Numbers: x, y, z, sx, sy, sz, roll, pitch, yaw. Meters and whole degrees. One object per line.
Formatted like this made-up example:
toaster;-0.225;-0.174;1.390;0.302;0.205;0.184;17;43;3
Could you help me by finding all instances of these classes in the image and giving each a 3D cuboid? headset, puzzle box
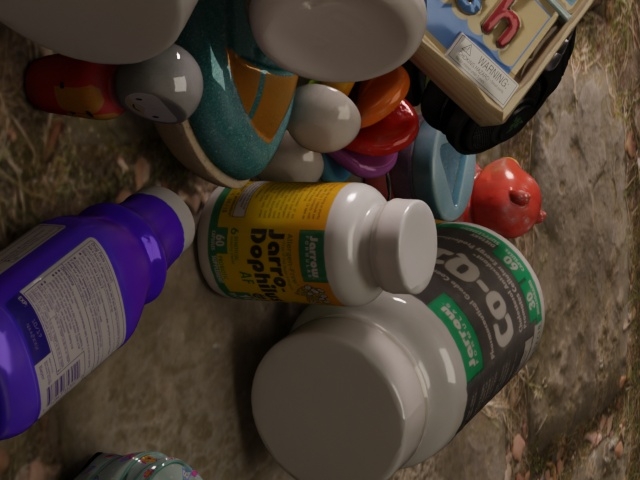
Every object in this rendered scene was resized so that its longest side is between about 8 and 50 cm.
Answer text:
headset;0.124;-0.168;1.648;0.394;0.243;0.185;-58;161;-18
puzzle box;0.105;-0.342;1.446;0.409;0.052;0.272;41;76;-18

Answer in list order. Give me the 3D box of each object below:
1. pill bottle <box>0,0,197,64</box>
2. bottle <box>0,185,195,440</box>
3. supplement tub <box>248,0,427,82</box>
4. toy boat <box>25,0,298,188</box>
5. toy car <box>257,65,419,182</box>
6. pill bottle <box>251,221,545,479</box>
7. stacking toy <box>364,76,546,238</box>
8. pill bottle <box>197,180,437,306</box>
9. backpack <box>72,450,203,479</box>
pill bottle;-0.123;-0.341;1.148;0.224;0.224;0.392;59;42;-46
bottle;-0.197;0.042;1.179;0.283;0.092;0.118;-45;131;-52
supplement tub;0.018;-0.248;1.245;0.144;0.144;0.200;50;37;-52
toy boat;-0.102;-0.157;1.280;0.318;0.148;0.268;-34;122;-57
toy car;0.025;-0.120;1.490;0.136;0.182;0.159;30;52;-10
pill bottle;0.088;0.120;1.599;0.361;0.204;0.204;-32;120;-58
stacking toy;0.179;-0.139;1.827;0.309;0.130;0.280;17;77;-61
pill bottle;-0.001;0.003;1.417;0.117;0.208;0.118;-10;101;-61
backpack;-0.166;0.260;1.235;0.182;0.115;0.152;-63;141;-42
